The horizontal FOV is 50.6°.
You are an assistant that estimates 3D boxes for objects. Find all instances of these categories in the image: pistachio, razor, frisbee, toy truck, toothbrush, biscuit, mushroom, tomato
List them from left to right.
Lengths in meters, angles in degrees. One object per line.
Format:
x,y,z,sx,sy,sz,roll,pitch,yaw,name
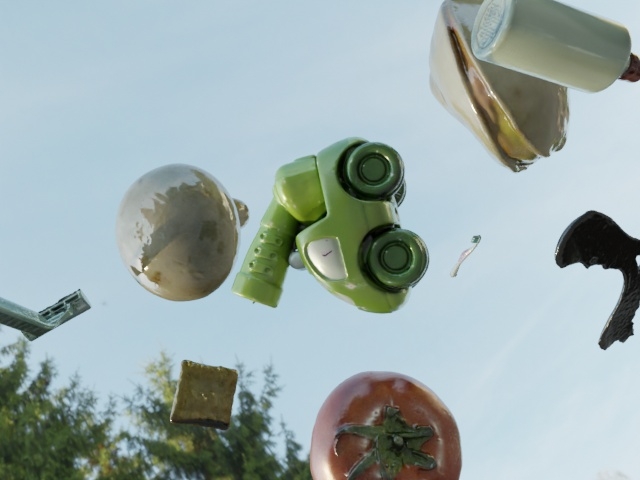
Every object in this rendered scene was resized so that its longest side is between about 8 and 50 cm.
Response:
-0.423,0.096,0.918,0.111,0.056,0.278,-29,-16,1,razor
-0.194,-0.018,1.031,0.215,0.207,0.207,-23,-50,-56,mushroom
-0.150,0.201,0.877,0.083,0.018,0.081,17,-108,-29,biscuit
0.013,-0.017,0.732,0.148,0.210,0.187,32,-119,-80,toy truck
0.135,0.465,1.486,0.341,0.341,0.273,-24,-18,-24,tomato
0.309,0.036,1.449,0.022,0.017,0.204,2,-26,-4,toothbrush
0.390,-0.355,1.494,0.281,0.445,0.365,-30,-28,31,pistachio
0.280,0.029,0.607,0.211,0.012,0.187,-13,-53,-22,frisbee

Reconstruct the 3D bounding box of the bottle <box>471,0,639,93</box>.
0.337,-0.266,0.927,0.245,0.104,0.104,12,-72,-17,bottle
